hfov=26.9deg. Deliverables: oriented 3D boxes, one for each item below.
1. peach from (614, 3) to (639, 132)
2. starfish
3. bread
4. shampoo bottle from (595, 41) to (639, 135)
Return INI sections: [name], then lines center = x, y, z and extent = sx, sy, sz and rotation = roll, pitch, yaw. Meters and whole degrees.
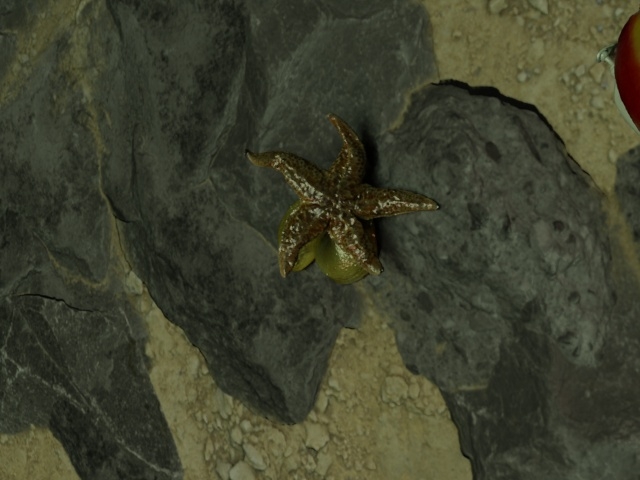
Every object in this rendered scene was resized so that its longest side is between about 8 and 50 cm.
[peach]
center = 0.455, -0.149, 1.376
extent = 0.258, 0.201, 0.361
rotation = -37, 75, 23
[starfish]
center = 0.018, -0.051, 1.829
extent = 0.277, 0.062, 0.235
rotation = 17, 81, 5
[bread]
center = 0.000, 0.000, 1.906
extent = 0.188, 0.065, 0.149
rotation = -30, 78, 36
[shampoo bottle]
center = 0.376, -0.173, 1.568
extent = 0.152, 0.045, 0.077
rotation = 48, 119, 27
